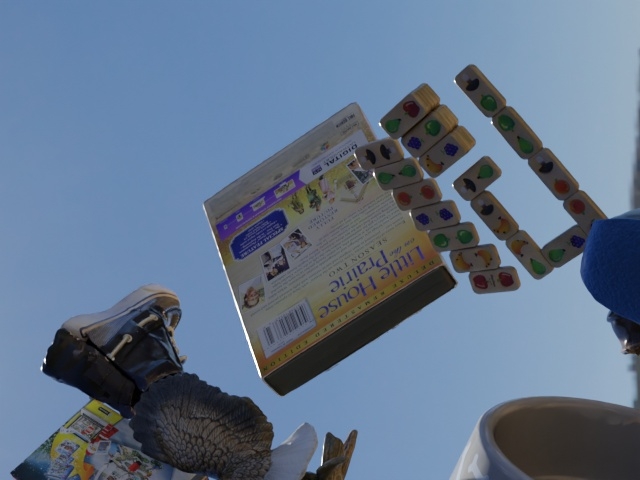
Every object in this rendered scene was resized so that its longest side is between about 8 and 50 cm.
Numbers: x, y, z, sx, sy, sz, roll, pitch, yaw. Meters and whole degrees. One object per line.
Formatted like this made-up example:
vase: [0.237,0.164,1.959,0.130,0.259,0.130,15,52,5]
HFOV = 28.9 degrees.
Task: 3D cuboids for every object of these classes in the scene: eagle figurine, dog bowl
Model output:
eagle figurine: [-0.123,0.295,1.503,0.226,0.298,0.225,-37,-42,-81]
dog bowl: [0.289,0.254,1.184,0.349,0.349,0.102,-33,-43,-69]

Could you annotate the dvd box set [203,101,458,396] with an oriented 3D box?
dvd box set: [0.000,0.000,1.871,0.062,0.308,0.420,49,-169,-41]

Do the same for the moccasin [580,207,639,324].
moccasin: [0.369,0.051,0.940,0.117,0.342,0.137,-12,-52,-52]

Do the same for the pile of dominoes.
pile of dominoes: [0.163,-0.050,1.342,0.251,0.196,0.040,49,-140,-1]

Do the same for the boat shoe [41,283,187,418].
boat shoe: [-0.252,0.166,1.799,0.127,0.158,0.340,-64,-14,19]

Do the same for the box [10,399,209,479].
box: [-0.285,0.323,1.682,0.159,0.233,0.044,-43,-42,-28]

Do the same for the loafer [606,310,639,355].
loafer: [0.467,0.129,1.241,0.134,0.366,0.130,98,-177,-77]
